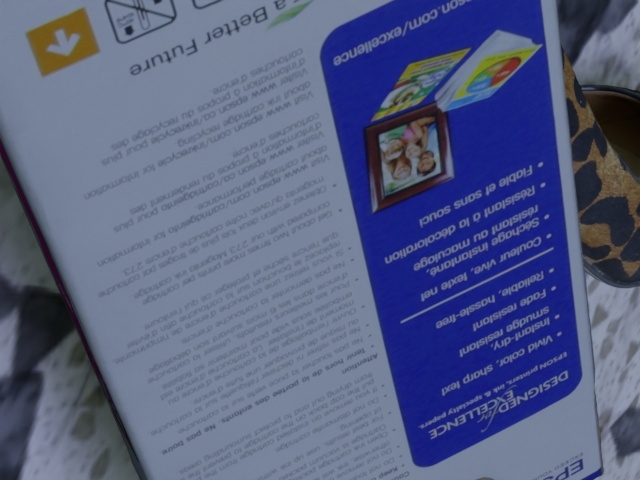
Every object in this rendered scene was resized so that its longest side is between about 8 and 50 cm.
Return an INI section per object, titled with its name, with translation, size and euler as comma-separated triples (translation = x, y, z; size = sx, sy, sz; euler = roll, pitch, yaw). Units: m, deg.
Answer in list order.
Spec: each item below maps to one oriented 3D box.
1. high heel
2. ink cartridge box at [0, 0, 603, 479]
[high heel]
translation = 0.116, -0.072, 0.811
size = 0.261, 0.093, 0.186
euler = -20, 135, -37
[ink cartridge box]
translation = 0.000, 0.000, 0.678
size = 0.175, 0.069, 0.371
euler = -26, 138, -10
